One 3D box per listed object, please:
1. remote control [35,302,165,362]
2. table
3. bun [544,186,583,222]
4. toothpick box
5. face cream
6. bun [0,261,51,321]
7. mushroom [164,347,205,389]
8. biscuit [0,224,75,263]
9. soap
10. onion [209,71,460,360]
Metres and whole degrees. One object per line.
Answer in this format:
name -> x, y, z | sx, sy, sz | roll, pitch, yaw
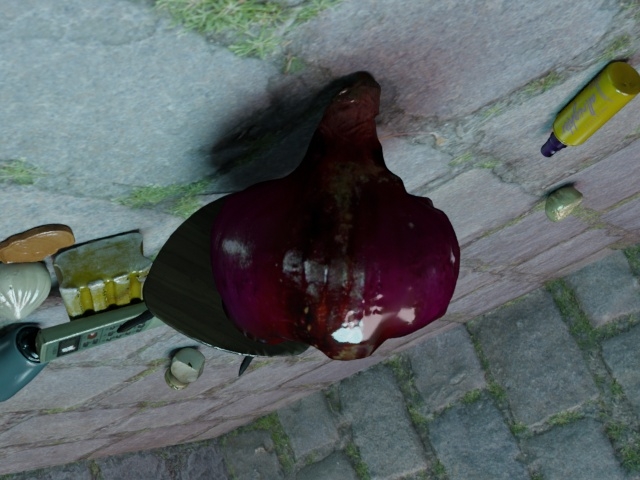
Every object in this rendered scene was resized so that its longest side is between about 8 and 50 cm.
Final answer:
remote control -> -0.411, 0.172, 1.564 | 0.285, 0.038, 0.123 | -13, 161, -28
table -> -0.194, 0.094, 1.473 | 0.317, 0.317, 0.249 | -8, 162, -34
bun -> 0.655, -0.104, 2.158 | 0.115, 0.069, 0.115 | -39, 164, -13
toothpick box -> -0.658, 0.259, 1.701 | 0.184, 0.120, 0.120 | -34, 158, 27
face cream -> 0.525, -0.247, 1.590 | 0.078, 0.078, 0.273 | -12, 161, -24
bun -> -0.543, 0.098, 1.403 | 0.138, 0.094, 0.138 | -15, 160, -6
mushroom -> -0.401, 0.382, 2.378 | 0.108, 0.096, 0.247 | -41, 175, -26
biscuit -> -0.477, 0.009, 1.333 | 0.130, 0.019, 0.102 | -21, 161, 4
soap -> -0.408, 0.088, 1.524 | 0.173, 0.089, 0.274 | -17, 162, -19
onion -> 0.025, -0.043, 1.226 | 0.398, 0.420, 0.398 | 4, -160, -1
